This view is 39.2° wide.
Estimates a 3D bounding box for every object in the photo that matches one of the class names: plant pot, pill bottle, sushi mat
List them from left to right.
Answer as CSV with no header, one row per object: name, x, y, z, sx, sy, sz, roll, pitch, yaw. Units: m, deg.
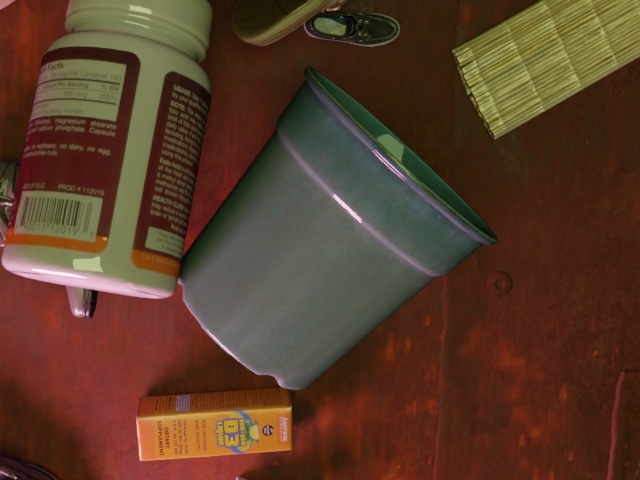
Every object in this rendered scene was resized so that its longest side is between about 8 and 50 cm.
pill bottle,-0.265,-0.133,1.170,0.224,0.224,0.392,11,81,-8
plant pot,0.000,0.000,1.225,0.341,0.341,0.334,41,102,-12
sushi mat,0.361,-0.293,1.351,0.317,0.019,0.151,-30,103,-1

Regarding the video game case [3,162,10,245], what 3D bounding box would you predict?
video game case,-0.494,-0.053,1.303,0.087,0.011,0.122,2,100,-7

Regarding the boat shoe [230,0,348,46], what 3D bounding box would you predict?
boat shoe,0.010,-0.363,1.250,0.302,0.098,0.109,-43,58,-5

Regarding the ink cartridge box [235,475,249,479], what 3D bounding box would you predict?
ink cartridge box,-0.131,0.445,1.394,0.052,0.088,0.122,23,97,-10

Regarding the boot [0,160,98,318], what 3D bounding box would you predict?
boot,-0.409,-0.002,1.287,0.161,0.083,0.246,-8,93,-7

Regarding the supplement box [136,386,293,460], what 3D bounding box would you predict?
supplement box,-0.159,0.278,1.368,0.233,0.080,0.078,-4,103,-8

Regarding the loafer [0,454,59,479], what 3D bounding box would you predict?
loafer,-0.494,0.368,1.336,0.302,0.095,0.109,39,94,-11

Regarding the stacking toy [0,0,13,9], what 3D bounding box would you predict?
stacking toy,-0.515,-0.460,1.172,0.141,0.141,0.330,-38,97,1

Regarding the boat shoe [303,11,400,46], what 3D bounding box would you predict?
boat shoe,0.047,-0.307,1.302,0.142,0.040,0.049,1,100,-6
